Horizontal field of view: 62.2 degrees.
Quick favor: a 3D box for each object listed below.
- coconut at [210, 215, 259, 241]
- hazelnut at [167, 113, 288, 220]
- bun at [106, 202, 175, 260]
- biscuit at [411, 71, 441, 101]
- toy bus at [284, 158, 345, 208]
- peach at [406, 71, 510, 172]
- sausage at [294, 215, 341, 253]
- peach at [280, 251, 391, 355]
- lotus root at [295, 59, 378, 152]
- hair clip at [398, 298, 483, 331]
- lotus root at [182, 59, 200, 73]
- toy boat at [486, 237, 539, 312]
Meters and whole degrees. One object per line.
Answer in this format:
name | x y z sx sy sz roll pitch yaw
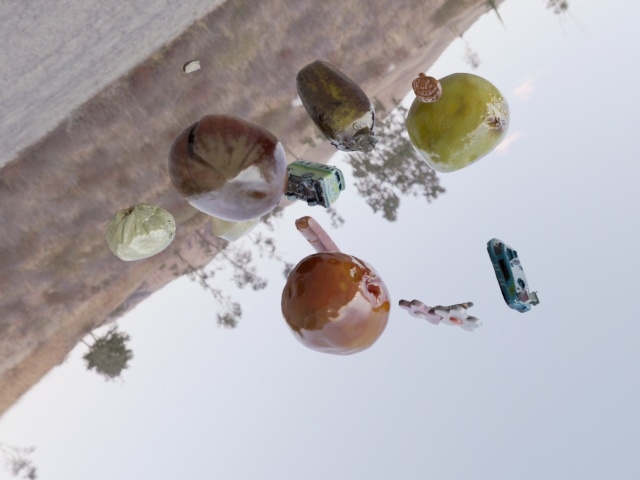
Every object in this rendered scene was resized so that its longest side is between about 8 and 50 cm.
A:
coconut | -0.437 -0.119 2.647 0.259 0.259 0.259 -33 -162 12
hazelnut | -0.304 -0.247 1.793 0.359 0.410 0.359 -47 -147 45
bun | -0.566 -0.045 1.654 0.221 0.134 0.220 -7 -140 6
biscuit | 0.266 -0.386 1.339 0.015 0.078 0.091 -39 -155 -23
toy bus | -0.032 -0.232 2.087 0.165 0.133 0.276 -35 -143 -31
peach | 0.442 -0.380 1.697 0.282 0.314 0.316 -11 170 -30
sausage | -0.001 0.000 2.498 0.097 0.348 0.094 -7 -136 39
peach | 0.057 0.188 1.632 0.302 0.343 0.342 -43 -169 35
lotus root | 0.055 -0.422 1.680 0.179 0.196 0.397 -35 -122 4
hair clip | 0.357 0.214 1.576 0.257 0.146 0.075 -1 -116 35
lotus root | -0.483 -0.649 1.970 0.030 0.037 0.083 21 -140 23
toy boat | 0.687 0.105 1.884 0.092 0.134 0.298 -41 -138 39
